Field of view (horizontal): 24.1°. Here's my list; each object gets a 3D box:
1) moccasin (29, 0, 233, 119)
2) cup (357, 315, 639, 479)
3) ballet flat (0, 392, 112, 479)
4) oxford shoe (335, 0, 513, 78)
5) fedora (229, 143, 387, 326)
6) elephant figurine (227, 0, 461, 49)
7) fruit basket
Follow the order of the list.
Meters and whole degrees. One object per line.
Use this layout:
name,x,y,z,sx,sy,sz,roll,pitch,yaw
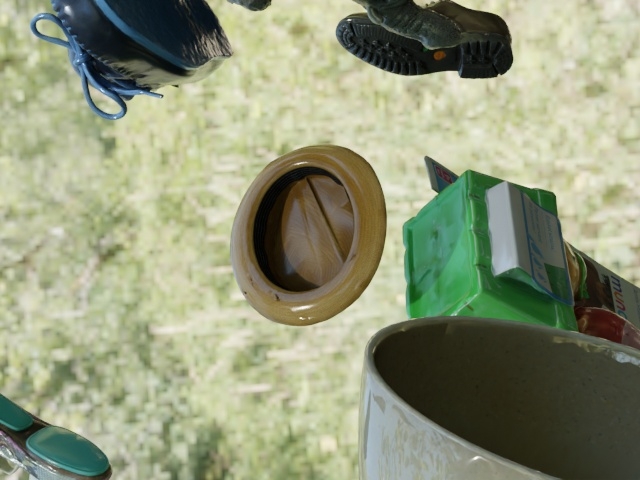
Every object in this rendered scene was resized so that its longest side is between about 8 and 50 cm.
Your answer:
moccasin,-0.168,-0.169,1.343,0.138,0.116,0.342,63,-169,7
cup,0.168,0.223,1.087,0.331,0.331,0.237,-107,29,-72
ballet flat,-0.327,0.234,1.676,0.077,0.221,0.079,-29,-40,-59
oxford shoe,0.132,-0.266,1.929,0.083,0.227,0.096,101,175,-50
fedora,0.000,0.000,1.504,0.079,0.194,0.194,33,-135,-54
elephant figurine,0.027,-0.302,1.541,0.186,0.239,0.169,0,-79,-73
fruit basket,0.255,0.085,1.555,0.165,0.353,0.327,-49,25,35
